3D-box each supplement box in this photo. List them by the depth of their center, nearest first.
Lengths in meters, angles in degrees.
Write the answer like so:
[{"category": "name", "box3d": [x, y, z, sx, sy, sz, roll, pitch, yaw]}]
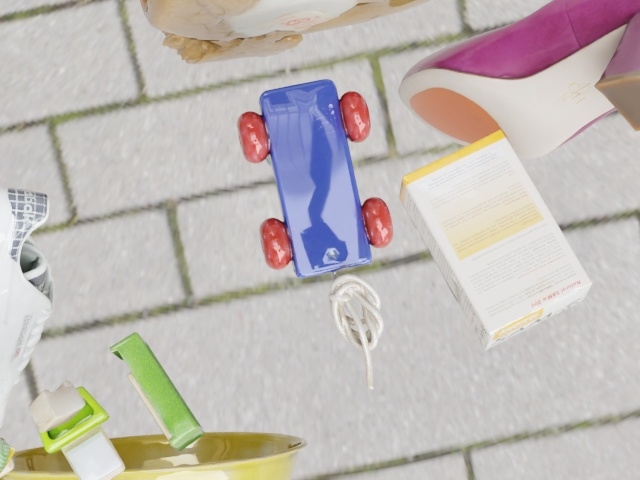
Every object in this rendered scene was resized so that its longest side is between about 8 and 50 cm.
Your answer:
[{"category": "supplement box", "box3d": [0.091, 0.000, 0.831, 0.062, 0.036, 0.098, -25, 74, -8]}]

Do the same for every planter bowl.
[{"category": "planter bowl", "box3d": [-0.114, 0.185, 1.060, 0.217, 0.217, 0.090, -3, 89, -1]}]

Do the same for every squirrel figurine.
[{"category": "squirrel figurine", "box3d": [-0.066, -0.364, 1.386, 0.281, 0.397, 0.370, -10, 86, -18]}]

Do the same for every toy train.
[{"category": "toy train", "box3d": [0.000, 0.000, 1.296, 0.105, 0.143, 0.248, -12, 89, -6]}]

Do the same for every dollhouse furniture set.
[{"category": "dollhouse furniture set", "box3d": [-0.137, 0.111, 0.770, 0.151, 0.076, 0.058, -32, 79, -6]}]

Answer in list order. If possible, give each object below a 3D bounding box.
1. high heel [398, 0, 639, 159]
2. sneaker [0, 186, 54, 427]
[{"category": "high heel", "box3d": [0.228, -0.175, 1.395, 0.127, 0.377, 0.181, 47, 65, -30]}, {"category": "sneaker", "box3d": [-0.240, 0.061, 1.150, 0.095, 0.090, 0.235, -8, 134, -14]}]
